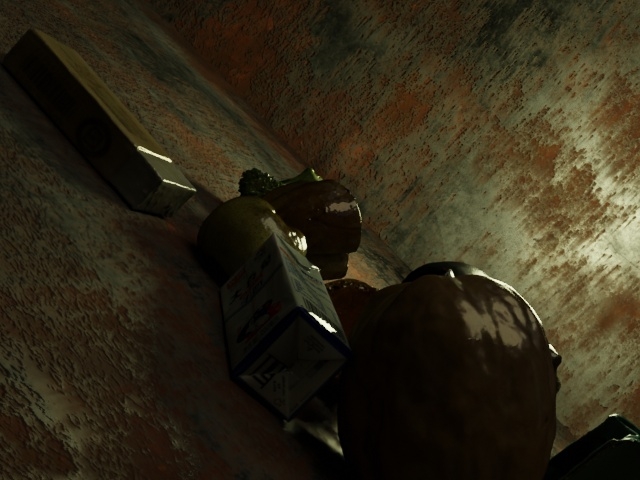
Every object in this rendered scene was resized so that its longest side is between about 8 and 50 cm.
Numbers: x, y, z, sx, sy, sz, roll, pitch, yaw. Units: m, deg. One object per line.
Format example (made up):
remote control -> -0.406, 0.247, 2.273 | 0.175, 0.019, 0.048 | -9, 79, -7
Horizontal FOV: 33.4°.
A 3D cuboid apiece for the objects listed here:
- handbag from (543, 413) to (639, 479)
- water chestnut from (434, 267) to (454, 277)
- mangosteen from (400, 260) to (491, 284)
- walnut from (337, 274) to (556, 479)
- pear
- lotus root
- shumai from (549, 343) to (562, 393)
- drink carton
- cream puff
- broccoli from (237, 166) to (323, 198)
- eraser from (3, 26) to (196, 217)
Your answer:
handbag -> 0.583, 0.493, 2.201 | 0.274, 0.268, 0.100 | 34, 22, -34
water chestnut -> 0.199, 0.193, 1.897 | 0.289, 0.244, 0.289 | 46, 7, -8
mangosteen -> 0.299, 0.190, 2.425 | 0.275, 0.275, 0.302 | 49, -7, 30
walnut -> 0.165, 0.218, 1.390 | 0.306, 0.306, 0.344 | 17, 64, -73
pear -> -0.108, 0.007, 1.689 | 0.167, 0.136, 0.167 | 45, 3, -3
lotus root -> -0.044, -0.009, 1.937 | 0.180, 0.188, 0.199 | -14, 12, -41
shumai -> 0.395, 0.315, 2.188 | 0.304, 0.263, 0.309 | 38, 10, -29
drink carton -> -0.056, 0.107, 1.471 | 0.106, 0.130, 0.315 | 43, 8, -20
cream puff -> 0.046, 0.166, 1.663 | 0.183, 0.183, 0.169 | 46, -19, 14
broccoli -> -0.058, -0.057, 2.154 | 0.198, 0.176, 0.226 | 60, 8, -77
eraser -> -0.346, -0.182, 1.682 | 0.343, 0.078, 0.144 | 48, 9, 16
